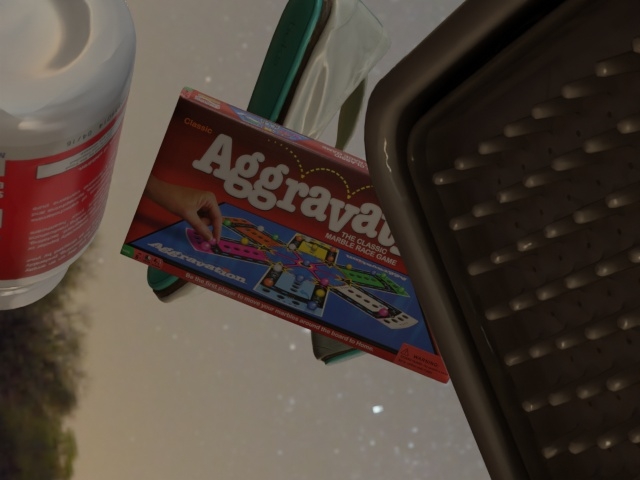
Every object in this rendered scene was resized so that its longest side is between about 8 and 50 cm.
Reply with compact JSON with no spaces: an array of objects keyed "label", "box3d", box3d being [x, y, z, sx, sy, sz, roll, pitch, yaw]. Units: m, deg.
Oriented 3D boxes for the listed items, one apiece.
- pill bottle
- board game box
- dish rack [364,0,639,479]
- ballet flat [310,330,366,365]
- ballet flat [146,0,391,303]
[{"label":"pill bottle","box3d":[-0.322,-0.095,1.197,0.407,0.229,0.229,117,-39,-56]},{"label":"board game box","box3d":[0.000,0.000,0.917,0.027,0.281,0.145,-80,-167,-65]},{"label":"dish rack","box3d":[0.150,0.039,0.517,0.332,0.072,0.285,68,-25,6]},{"label":"ballet flat","box3d":[0.091,0.085,1.321,0.072,0.213,0.068,61,17,-75]},{"label":"ballet flat","box3d":[-0.046,-0.085,1.292,0.400,0.139,0.139,-60,-150,14]}]
